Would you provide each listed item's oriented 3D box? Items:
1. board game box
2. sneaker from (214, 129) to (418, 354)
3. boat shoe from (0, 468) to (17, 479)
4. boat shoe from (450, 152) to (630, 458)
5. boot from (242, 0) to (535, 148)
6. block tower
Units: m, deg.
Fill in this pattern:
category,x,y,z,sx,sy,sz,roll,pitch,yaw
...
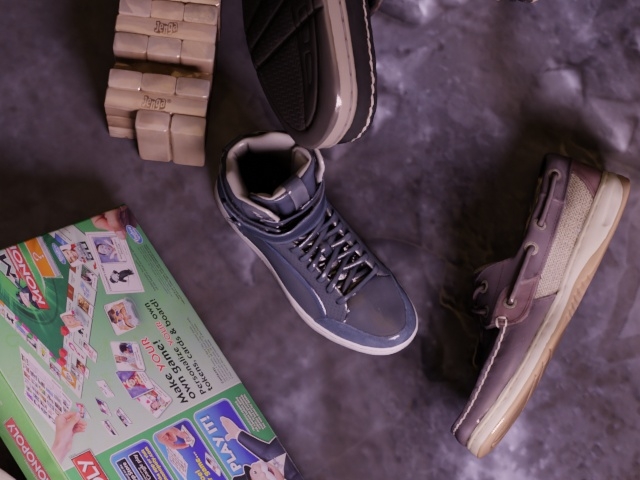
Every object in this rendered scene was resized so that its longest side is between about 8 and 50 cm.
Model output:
category,x,y,z,sx,sy,sz,roll,pitch,yaw
board game box,-0.158,0.134,1.340,0.213,0.046,0.317,-23,75,-47
sneaker,-0.002,0.001,1.386,0.226,0.163,0.086,43,76,5
boat shoe,-0.210,0.309,1.314,0.340,0.127,0.113,46,66,-2
boat shoe,0.172,0.050,1.420,0.092,0.103,0.285,27,72,8
boot,0.075,-0.244,1.408,0.284,0.138,0.377,4,59,-28
block tower,-0.126,-0.244,1.472,0.091,0.097,0.335,7,75,-3
